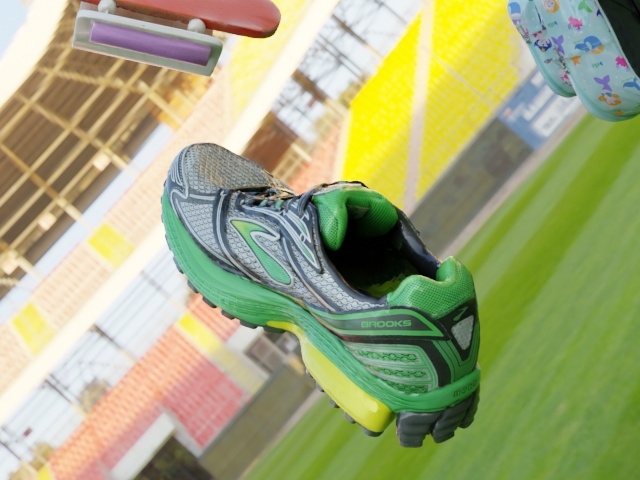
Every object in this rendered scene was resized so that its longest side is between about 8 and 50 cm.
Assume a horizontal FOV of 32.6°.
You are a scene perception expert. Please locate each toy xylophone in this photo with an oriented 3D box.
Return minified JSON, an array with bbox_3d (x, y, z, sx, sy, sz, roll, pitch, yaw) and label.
[{"bbox_3d":[-0.163,-0.269,0.934,0.081,0.236,0.323,120,148,-55],"label":"toy xylophone"}]

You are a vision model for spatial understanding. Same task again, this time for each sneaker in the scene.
[{"bbox_3d":[0.000,0.000,0.841,0.134,0.343,0.146,-23,-48,-36],"label":"sneaker"}]

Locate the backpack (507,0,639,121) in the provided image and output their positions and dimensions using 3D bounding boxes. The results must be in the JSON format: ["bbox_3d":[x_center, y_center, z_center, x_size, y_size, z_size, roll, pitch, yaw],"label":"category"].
[{"bbox_3d":[0.386,-0.285,1.434,0.225,0.253,0.191,-39,6,-38],"label":"backpack"}]
